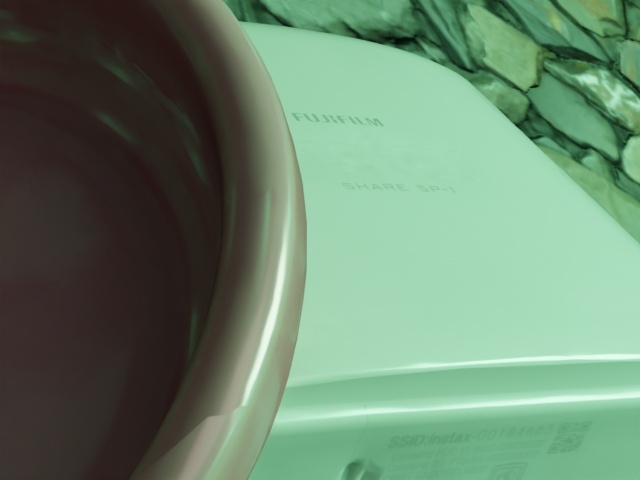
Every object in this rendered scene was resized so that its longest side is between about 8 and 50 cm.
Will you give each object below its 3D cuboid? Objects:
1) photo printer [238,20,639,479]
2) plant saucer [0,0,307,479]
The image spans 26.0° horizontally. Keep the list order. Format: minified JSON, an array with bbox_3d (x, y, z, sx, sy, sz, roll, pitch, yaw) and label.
[{"bbox_3d":[0.000,0.000,0.609,0.256,0.107,0.307,1,33,-30],"label":"photo printer"},{"bbox_3d":[-0.160,0.033,0.424,0.332,0.084,0.332,-8,53,11],"label":"plant saucer"}]
